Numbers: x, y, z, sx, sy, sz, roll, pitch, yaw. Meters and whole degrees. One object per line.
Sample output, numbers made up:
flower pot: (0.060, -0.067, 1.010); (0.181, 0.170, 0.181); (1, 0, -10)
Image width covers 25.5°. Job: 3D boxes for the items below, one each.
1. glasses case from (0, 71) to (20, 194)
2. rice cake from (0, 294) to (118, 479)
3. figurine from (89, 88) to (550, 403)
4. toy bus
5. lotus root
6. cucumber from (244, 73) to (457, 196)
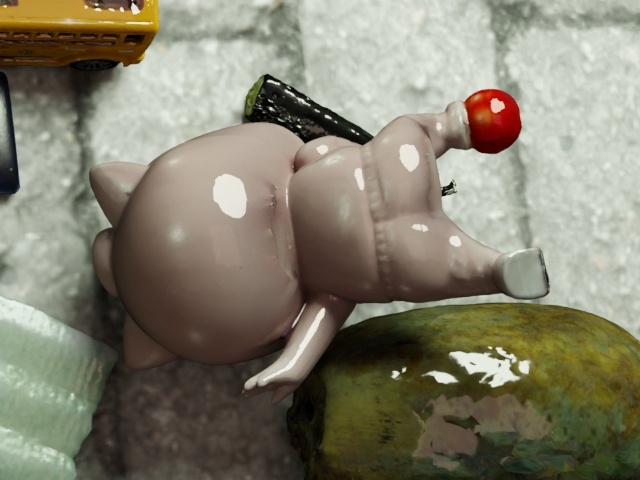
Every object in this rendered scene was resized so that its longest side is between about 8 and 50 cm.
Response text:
glasses case: (-0.217, -0.071, 0.929); (0.033, 0.023, 0.083); (-5, 83, -24)
rice cake: (-0.253, 0.074, 0.883); (0.237, 0.043, 0.127); (24, 73, -16)
figurine: (0.000, 0.000, 0.913); (0.287, 0.186, 0.176); (-15, 92, 13)
toy bus: (-0.205, -0.159, 0.912); (0.194, 0.088, 0.083); (-2, 83, -21)
lotus root: (0.120, 0.123, 0.952); (0.274, 0.152, 0.160); (0, 95, -19)
cucumber: (0.021, -0.067, 1.012); (0.163, 0.043, 0.039); (30, 30, -17)
